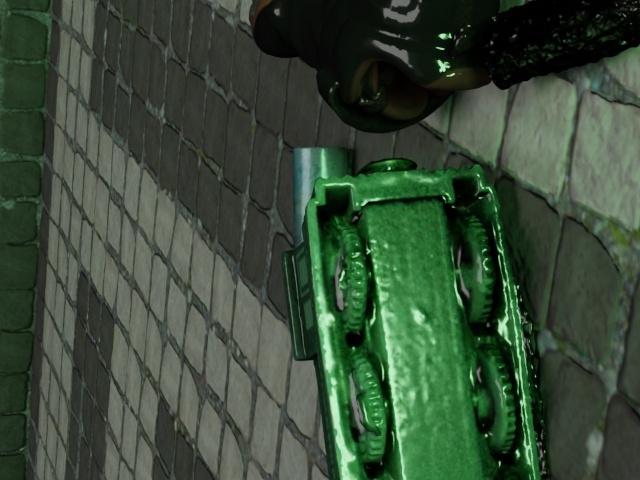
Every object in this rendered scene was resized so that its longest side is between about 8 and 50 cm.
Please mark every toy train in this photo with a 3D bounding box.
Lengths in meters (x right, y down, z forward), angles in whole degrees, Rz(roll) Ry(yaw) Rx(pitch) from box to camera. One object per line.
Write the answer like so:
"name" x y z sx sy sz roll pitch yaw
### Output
"toy train" 0.059 0.113 0.929 0.178 0.138 0.330 138 126 -74

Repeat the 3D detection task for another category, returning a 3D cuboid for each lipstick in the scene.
"lipstick" 0.000 0.000 1.166 0.048 0.048 0.158 -174 84 -68

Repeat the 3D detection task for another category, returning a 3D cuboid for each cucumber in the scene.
"cucumber" 0.149 -0.125 0.798 0.181 0.053 0.053 171 98 -66

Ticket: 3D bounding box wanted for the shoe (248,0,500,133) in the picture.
"shoe" 0.044 -0.145 0.986 0.291 0.114 0.137 2 97 65
